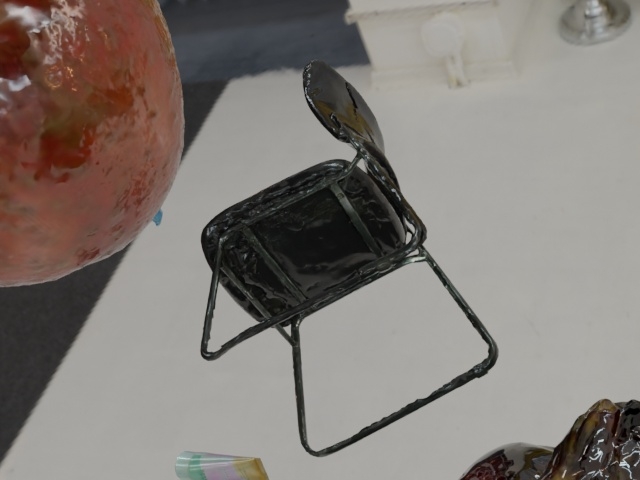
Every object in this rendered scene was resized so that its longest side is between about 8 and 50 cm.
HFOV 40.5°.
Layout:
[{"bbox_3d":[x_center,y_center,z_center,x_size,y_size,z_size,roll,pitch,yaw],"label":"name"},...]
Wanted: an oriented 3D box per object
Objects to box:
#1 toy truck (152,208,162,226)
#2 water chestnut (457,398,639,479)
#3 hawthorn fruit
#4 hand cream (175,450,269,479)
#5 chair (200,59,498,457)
[{"bbox_3d":[-0.220,-0.047,0.980,0.090,0.056,0.073,11,77,21],"label":"toy truck"},{"bbox_3d":[0.150,0.236,0.523,0.289,0.289,0.244,-10,67,19],"label":"water chestnut"},{"bbox_3d":[-0.245,-0.090,0.685,0.276,0.299,0.275,0,36,0],"label":"hawthorn fruit"},{"bbox_3d":[-0.147,0.353,1.327,0.174,0.076,0.047,-2,28,36],"label":"hand cream"},{"bbox_3d":[0.000,0.000,0.583,0.145,0.140,0.221,-28,44,9],"label":"chair"}]
